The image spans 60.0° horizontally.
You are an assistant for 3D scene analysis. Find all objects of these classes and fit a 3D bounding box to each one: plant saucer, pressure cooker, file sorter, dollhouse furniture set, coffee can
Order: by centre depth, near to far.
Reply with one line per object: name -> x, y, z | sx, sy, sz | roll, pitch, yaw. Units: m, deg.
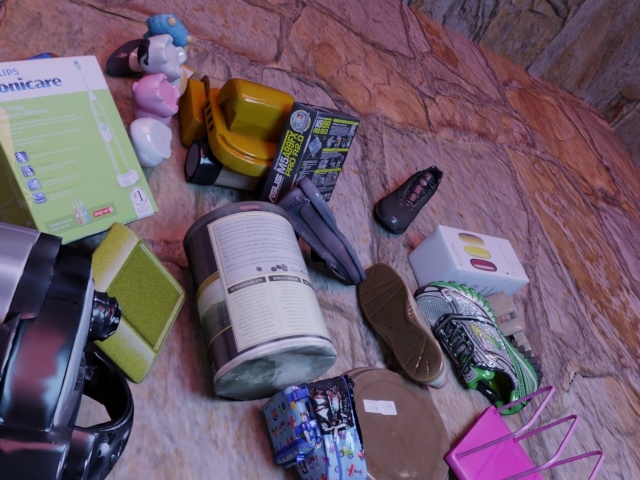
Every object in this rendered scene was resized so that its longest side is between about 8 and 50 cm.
pressure cooker -> -0.400, 0.144, 0.546 | 0.421, 0.375, 0.369 | 16, 42, -24
plant saucer -> -0.284, 0.091, 0.862 | 0.188, 0.045, 0.188 | 59, 29, -32
coffee can -> -0.108, 0.101, 0.938 | 0.202, 0.201, 0.275 | 4, 51, -34
file sorter -> 0.414, 0.442, 0.995 | 0.202, 0.182, 0.290 | -20, 72, -49
plant saucer -> 0.130, 0.352, 1.010 | 0.278, 0.041, 0.277 | 20, 43, -20
dollhouse furniture set -> 0.431, 0.235, 1.354 | 0.151, 0.123, 0.144 | 48, 22, -51

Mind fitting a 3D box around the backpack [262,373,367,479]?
backpack -> -0.005, 0.314, 0.863 | 0.117, 0.158, 0.173 | -5, 67, -30

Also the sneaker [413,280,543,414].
sneaker -> 0.336, 0.228, 1.207 | 0.343, 0.134, 0.146 | 44, 42, 7

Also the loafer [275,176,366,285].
loafer -> 0.000, 0.000, 1.132 | 0.109, 0.095, 0.302 | 55, -3, 47

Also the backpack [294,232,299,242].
backpack -> -0.107, -0.011, 1.134 | 0.114, 0.084, 0.105 | 34, 37, -16

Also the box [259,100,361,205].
box -> -0.015, -0.180, 1.205 | 0.060, 0.216, 0.270 | 26, 18, 16

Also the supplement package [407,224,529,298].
supplement package -> 0.365, 0.070, 1.376 | 0.244, 0.134, 0.139 | 9, 47, -30

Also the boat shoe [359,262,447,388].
boat shoe -> 0.174, 0.178, 1.170 | 0.098, 0.109, 0.302 | 50, 8, -50

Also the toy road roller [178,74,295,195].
toy road roller -> -0.170, -0.270, 1.210 | 0.203, 0.240, 0.329 | 9, 48, -31

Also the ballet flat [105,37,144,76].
ballet flat -> -0.410, -0.439, 1.300 | 0.074, 0.074, 0.203 | 39, 47, 0

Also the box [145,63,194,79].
box -> -0.369, -0.396, 1.346 | 0.081, 0.028, 0.136 | 29, 43, -11

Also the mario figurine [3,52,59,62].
mario figurine -> -0.599, -0.255, 1.001 | 0.198, 0.170, 0.320 | 9, 22, 21

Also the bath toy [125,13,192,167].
bath toy -> -0.354, -0.301, 1.162 | 0.151, 0.129, 0.348 | 51, 38, -56

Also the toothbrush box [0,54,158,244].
toothbrush box -> -0.426, -0.138, 0.900 | 0.206, 0.122, 0.283 | -29, 103, -48

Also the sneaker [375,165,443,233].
sneaker -> 0.241, -0.122, 1.468 | 0.109, 0.130, 0.286 | 41, 41, 0
